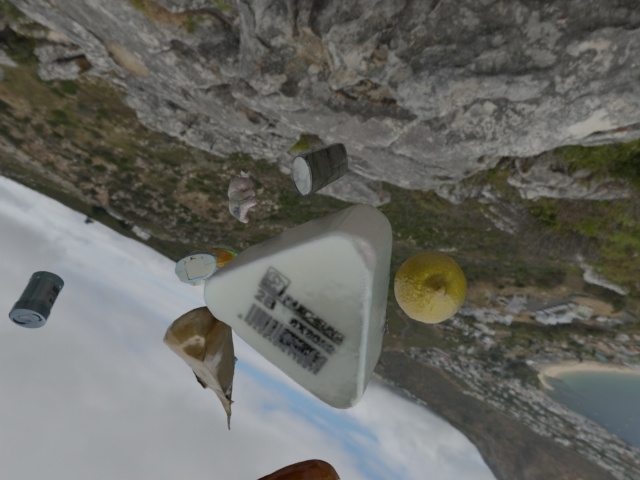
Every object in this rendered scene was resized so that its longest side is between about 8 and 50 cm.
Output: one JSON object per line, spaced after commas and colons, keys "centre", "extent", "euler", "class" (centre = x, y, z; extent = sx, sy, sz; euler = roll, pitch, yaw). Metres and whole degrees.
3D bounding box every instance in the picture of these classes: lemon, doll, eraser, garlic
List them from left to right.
{"centre": [-0.278, 0.295, 0.990], "extent": [0.196, 0.151, 0.339], "euler": [-111, 15, -46], "class": "garlic"}
{"centre": [-0.299, -0.164, 1.537], "extent": [0.095, 0.192, 0.149], "euler": [7, 143, -26], "class": "doll"}
{"centre": [-0.042, 0.097, 0.713], "extent": [0.331, 0.331, 0.150], "euler": [27, -147, 14], "class": "eraser"}
{"centre": [0.284, 0.121, 1.076], "extent": [0.186, 0.187, 0.244], "euler": [28, -178, 6], "class": "lemon"}

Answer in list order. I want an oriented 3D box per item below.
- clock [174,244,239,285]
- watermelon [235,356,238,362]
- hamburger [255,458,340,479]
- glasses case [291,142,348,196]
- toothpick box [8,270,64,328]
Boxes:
{"centre": [-0.329, 0.072, 1.200], "extent": [0.230, 0.103, 0.144], "euler": [-12, 179, 20], "class": "clock"}
{"centre": [-0.321, 0.370, 1.278], "extent": [0.155, 0.101, 0.080], "euler": [34, 141, 19], "class": "watermelon"}
{"centre": [-0.050, 0.560, 0.723], "extent": [0.291, 0.291, 0.225], "euler": [40, -174, -44], "class": "hamburger"}
{"centre": [0.006, -0.216, 1.211], "extent": [0.060, 0.114, 0.299], "euler": [0, -161, 23], "class": "glasses case"}
{"centre": [-0.883, 0.184, 1.283], "extent": [0.101, 0.101, 0.153], "euler": [36, -149, -31], "class": "toothpick box"}
